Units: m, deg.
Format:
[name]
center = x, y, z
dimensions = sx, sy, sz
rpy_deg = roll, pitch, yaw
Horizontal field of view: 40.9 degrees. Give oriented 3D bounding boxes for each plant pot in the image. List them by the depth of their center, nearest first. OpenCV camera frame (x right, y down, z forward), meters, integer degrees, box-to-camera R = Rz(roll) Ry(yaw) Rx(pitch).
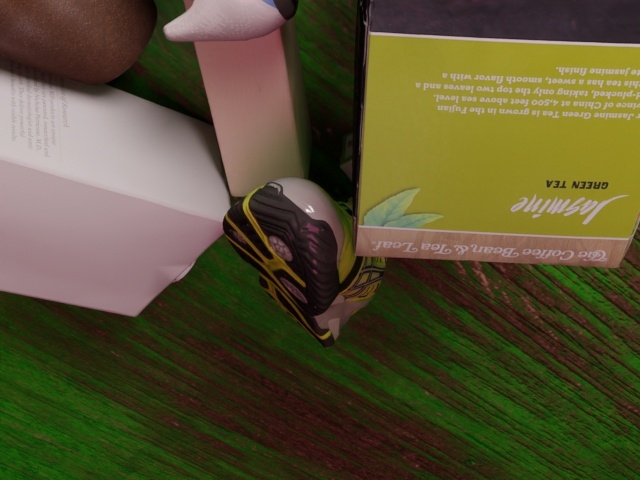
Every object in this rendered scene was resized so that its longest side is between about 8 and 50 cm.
[plant pot]
center = -0.263, -0.247, 0.770
dimensions = 0.215, 0.216, 0.230
rpy_deg = -23, 141, 25

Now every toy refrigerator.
[toy refrigerator]
center = -0.072, -0.179, 0.873
dimensions = 0.094, 0.102, 0.270
rpy_deg = -3, 134, 7

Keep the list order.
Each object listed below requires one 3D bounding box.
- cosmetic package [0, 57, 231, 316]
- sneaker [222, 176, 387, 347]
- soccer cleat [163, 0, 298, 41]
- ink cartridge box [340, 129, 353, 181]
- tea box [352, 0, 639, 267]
[cosmetic package]
center = -0.307, -0.062, 0.892
dimensions = 0.384, 0.156, 0.217
rpy_deg = 17, 136, -41
[sneaker]
center = 0.000, 0.000, 0.944
dimensions = 0.145, 0.147, 0.385
rpy_deg = 41, 170, 12
[soccer cleat]
center = -0.116, -0.315, 0.665
dimensions = 0.143, 0.116, 0.331
rpy_deg = -14, 105, 10
[ink cartridge box]
center = 0.137, -0.106, 0.954
dimensions = 0.209, 0.062, 0.109
rpy_deg = -24, 127, 25
[tea box]
center = 0.138, -0.205, 0.672
dimensions = 0.219, 0.329, 0.324
rpy_deg = 3, 135, 1
